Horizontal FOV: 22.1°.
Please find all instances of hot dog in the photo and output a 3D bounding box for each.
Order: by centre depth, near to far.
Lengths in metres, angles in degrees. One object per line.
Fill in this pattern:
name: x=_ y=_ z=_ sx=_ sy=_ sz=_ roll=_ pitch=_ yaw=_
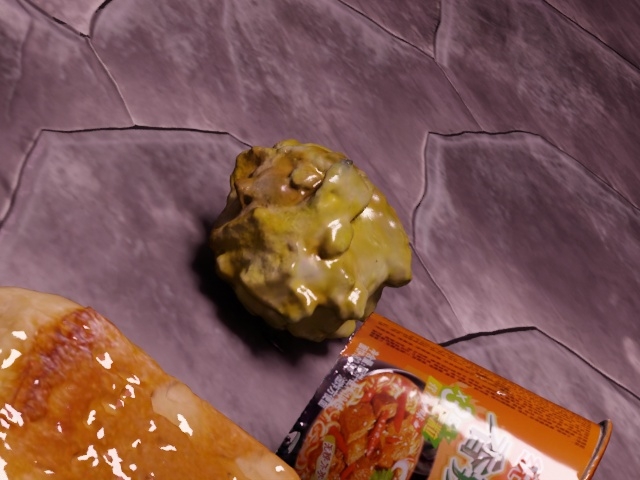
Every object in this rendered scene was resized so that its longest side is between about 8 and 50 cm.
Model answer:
hot dog: x=-0.095 y=0.216 z=0.871 sx=0.405 sy=0.223 sz=0.185 roll=41 pitch=32 yaw=-19

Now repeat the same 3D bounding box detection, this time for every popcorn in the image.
popcorn: x=-0.008 y=0.007 z=1.313 sx=0.173 sy=0.142 sz=0.173 roll=56 pitch=17 yaw=-27

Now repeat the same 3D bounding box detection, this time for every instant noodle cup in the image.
instant noodle cup: x=0.062 y=0.168 z=1.119 sx=0.182 sy=0.230 sz=0.230 roll=35 pitch=31 yaw=4
